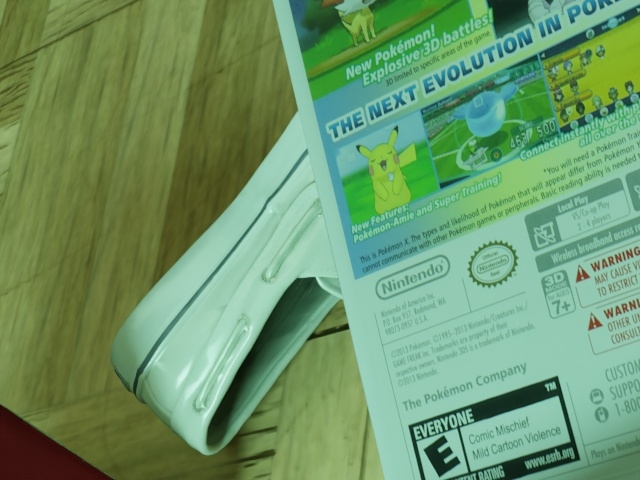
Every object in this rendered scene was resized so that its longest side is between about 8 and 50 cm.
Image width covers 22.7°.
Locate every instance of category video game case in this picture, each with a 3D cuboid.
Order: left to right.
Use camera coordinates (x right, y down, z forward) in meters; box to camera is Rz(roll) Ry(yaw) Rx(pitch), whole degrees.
[{"bbox_3d":[0.135,-0.046,0.692,0.329,0.036,0.299,-24,72,36],"label":"video game case"}]

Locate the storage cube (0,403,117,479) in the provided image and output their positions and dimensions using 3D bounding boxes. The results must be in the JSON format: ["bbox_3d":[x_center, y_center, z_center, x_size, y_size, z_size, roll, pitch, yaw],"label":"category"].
[{"bbox_3d":[-0.196,0.210,0.824,0.184,0.215,0.193,-11,50,43],"label":"storage cube"}]

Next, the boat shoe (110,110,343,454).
[{"bbox_3d":[0.000,0.000,0.854,0.267,0.096,0.088,-47,67,3],"label":"boat shoe"}]
